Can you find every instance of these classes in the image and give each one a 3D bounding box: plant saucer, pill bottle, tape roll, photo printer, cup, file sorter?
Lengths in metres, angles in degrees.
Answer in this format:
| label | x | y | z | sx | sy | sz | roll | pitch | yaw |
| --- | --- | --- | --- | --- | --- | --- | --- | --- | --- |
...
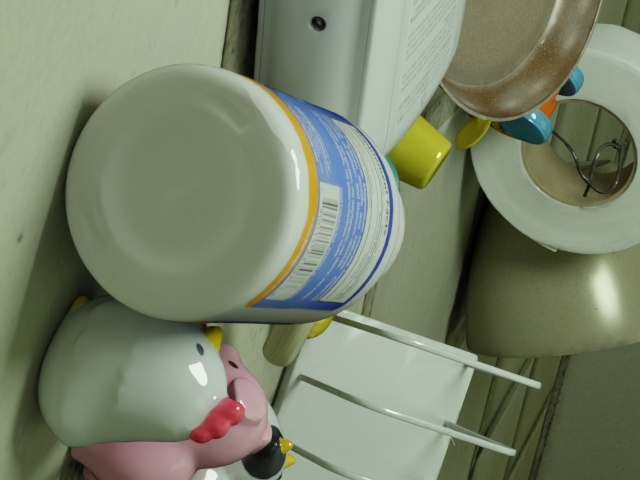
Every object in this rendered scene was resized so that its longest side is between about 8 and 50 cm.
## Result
| label | x | y | z | sx | sy | sz | roll | pitch | yaw |
| --- | --- | --- | --- | --- | --- | --- | --- | --- | --- |
| plant saucer | 0.173 | -0.271 | 1.498 | 0.311 | 0.050 | 0.310 | -18 | 114 | -44 |
| pill bottle | -0.037 | -0.021 | 1.012 | 0.272 | 0.152 | 0.152 | 9 | 99 | -71 |
| tape roll | 0.337 | -0.127 | 1.976 | 0.100 | 0.286 | 0.286 | -51 | 154 | -54 |
| photo printer | 0.041 | -0.202 | 1.192 | 0.256 | 0.107 | 0.307 | -53 | 157 | -47 |
| cup | 0.354 | 0.014 | 2.234 | 0.331 | 0.331 | 0.236 | -26 | 106 | -69 |
| file sorter | 0.060 | 0.224 | 1.466 | 0.173 | 0.193 | 0.277 | 15 | -95 | 65 |

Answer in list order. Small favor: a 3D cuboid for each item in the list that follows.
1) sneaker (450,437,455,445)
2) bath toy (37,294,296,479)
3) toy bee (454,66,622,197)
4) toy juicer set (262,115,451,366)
| label | x | y | z | sx | sy | sz | roll | pitch | yaw |
| --- | --- | --- | --- | --- | --- | --- | --- | --- | --- |
| sneaker | 0.081 | 0.164 | 1.702 | 0.299 | 0.121 | 0.112 | -77 | 151 | -71 |
| bath toy | -0.089 | 0.140 | 1.096 | 0.348 | 0.129 | 0.151 | 76 | 36 | -62 |
| toy bee | 0.223 | -0.164 | 1.849 | 0.195 | 0.162 | 0.298 | -40 | 129 | -30 |
| toy juicer set | 0.000 | 0.000 | 1.359 | 0.209 | 0.089 | 0.329 | -58 | 174 | 24 |
